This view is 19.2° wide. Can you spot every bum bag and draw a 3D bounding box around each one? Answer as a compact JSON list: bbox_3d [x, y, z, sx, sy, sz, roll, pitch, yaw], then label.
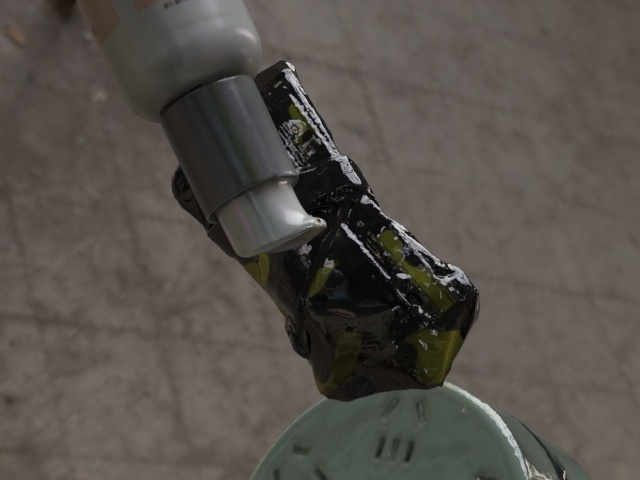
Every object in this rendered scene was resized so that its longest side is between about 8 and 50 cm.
[{"bbox_3d":[0.000,0.000,1.068,0.232,0.106,0.060,54,9,31],"label":"bum bag"}]

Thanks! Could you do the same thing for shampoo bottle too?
[{"bbox_3d":[-0.060,-0.078,0.903,0.074,0.074,0.192,-12,73,-51],"label":"shampoo bottle"}]

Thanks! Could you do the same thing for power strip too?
[{"bbox_3d":[0.090,0.288,1.639,0.161,0.357,0.357,33,36,-44],"label":"power strip"}]
